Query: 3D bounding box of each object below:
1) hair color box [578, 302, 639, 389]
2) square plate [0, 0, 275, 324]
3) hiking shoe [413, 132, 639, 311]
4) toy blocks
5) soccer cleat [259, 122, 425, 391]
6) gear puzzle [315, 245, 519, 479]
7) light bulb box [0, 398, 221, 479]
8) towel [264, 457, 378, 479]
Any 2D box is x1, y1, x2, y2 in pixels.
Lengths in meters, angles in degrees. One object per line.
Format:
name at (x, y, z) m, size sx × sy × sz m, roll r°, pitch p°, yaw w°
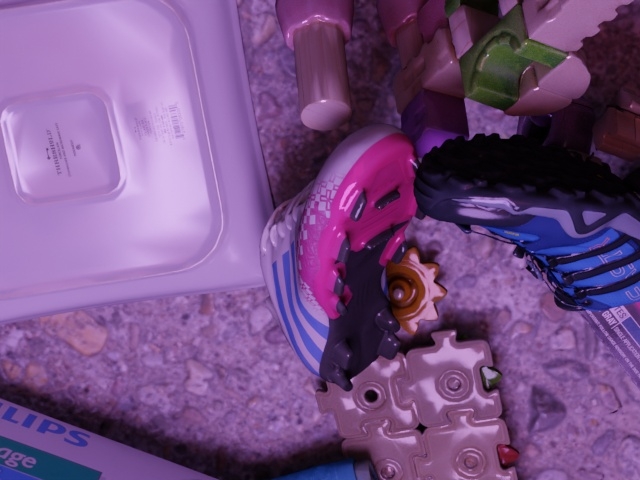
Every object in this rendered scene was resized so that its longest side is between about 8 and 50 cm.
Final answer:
hair color box at (0.385, -0.021, 1.578) m, size 0.347 × 0.105 × 0.174 m, roll -37°, pitch 106°, yaw 12°
square plate at (-0.227, -0.091, 1.591) m, size 0.344 × 0.049 × 0.347 m, roll -8°, pitch 110°, yaw 4°
hiking shoe at (0.203, 0.002, 1.436) m, size 0.304 × 0.113 × 0.132 m, roll 9°, pitch 116°, yaw -25°
toy blocks at (0.150, -0.231, 1.469) m, size 0.309 × 0.260 × 0.288 m, roll 15°, pitch 142°, yaw -29°
soccer cleat at (0.000, 0.000, 1.511) m, size 0.143 × 0.116 × 0.331 m, roll 43°, pitch 152°, yaw 24°
gear puzzle at (0.090, 0.162, 1.685) m, size 0.175 × 0.044 × 0.339 m, roll -9°, pitch 106°, yaw 13°
light bulb box at (-0.272, 0.371, 1.632) m, size 0.357 × 0.225 × 0.361 m, roll 20°, pitch 115°, yaw 1°
towel at (-0.078, 0.364, 1.739) m, size 0.370 × 0.040 × 0.271 m, roll -16°, pitch 108°, yaw 16°
